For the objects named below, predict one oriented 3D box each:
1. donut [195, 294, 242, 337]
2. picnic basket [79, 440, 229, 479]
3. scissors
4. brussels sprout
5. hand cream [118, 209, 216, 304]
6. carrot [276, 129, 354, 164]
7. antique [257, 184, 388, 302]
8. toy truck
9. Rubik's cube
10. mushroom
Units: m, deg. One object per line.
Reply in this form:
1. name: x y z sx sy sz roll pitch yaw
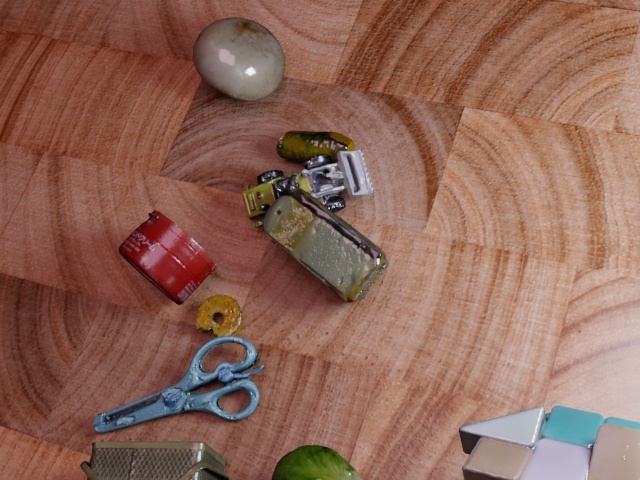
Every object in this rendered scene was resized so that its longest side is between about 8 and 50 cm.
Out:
1. donut: -0.214 0.169 2.017 0.108 0.043 0.097 29 76 24
2. picnic basket: -0.326 0.480 1.822 0.267 0.165 0.139 -2 62 12
3. scissors: -0.301 0.325 1.954 0.393 0.032 0.180 -19 73 6
4. brussels sprout: -0.004 0.462 1.765 0.183 0.131 0.145 -4 29 5
5. hand cream: -0.334 0.038 2.028 0.193 0.193 0.125 34 76 25
6. carrot: -0.009 -0.214 2.136 0.173 0.082 0.082 12 68 19
7. antique: 0.000 0.000 1.941 0.284 0.150 0.125 39 95 11
8. toy truck: -0.034 -0.114 2.051 0.286 0.111 0.136 -18 81 12
9. Rubik's cube: 0.399 0.465 1.559 0.358 0.387 0.368 10 85 23
10. mushroom: -0.199 -0.433 2.249 0.227 0.178 0.226 10 61 -18
